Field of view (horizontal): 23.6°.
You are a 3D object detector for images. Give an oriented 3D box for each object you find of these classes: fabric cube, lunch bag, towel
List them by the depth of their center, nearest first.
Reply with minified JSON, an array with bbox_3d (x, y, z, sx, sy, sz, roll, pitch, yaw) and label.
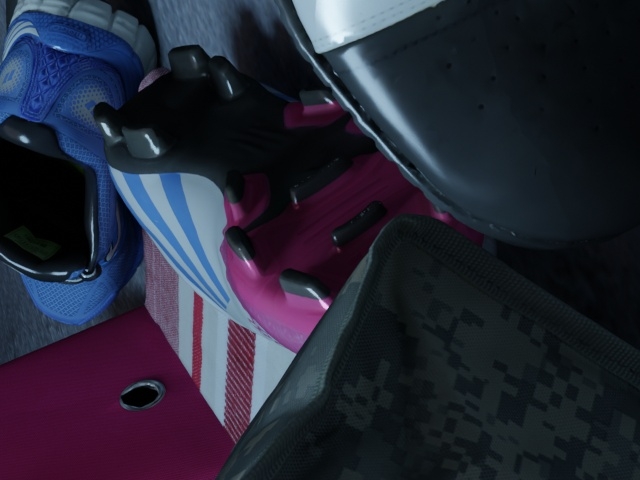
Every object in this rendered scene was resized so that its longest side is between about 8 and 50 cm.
[{"bbox_3d":[0.085,0.157,0.534,0.287,0.169,0.235,32,152,2],"label":"lunch bag"},{"bbox_3d":[-0.027,0.075,0.969,0.329,0.037,0.237,53,154,32],"label":"towel"},{"bbox_3d":[-0.181,0.247,1.226,0.254,0.258,0.259,43,149,52],"label":"fabric cube"}]

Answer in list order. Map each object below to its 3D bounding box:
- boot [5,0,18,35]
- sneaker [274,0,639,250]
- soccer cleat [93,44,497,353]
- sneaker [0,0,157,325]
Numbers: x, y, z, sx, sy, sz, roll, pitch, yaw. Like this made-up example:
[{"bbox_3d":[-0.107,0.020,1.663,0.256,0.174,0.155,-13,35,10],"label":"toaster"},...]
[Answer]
[{"bbox_3d":[-0.222,-0.162,1.189,0.198,0.076,0.137,-14,93,57],"label":"boot"},{"bbox_3d":[0.041,-0.150,0.402,0.146,0.122,0.331,9,120,70],"label":"sneaker"},{"bbox_3d":[0.000,0.000,0.732,0.143,0.116,0.331,58,169,-30],"label":"soccer cleat"},{"bbox_3d":[-0.194,-0.025,1.076,0.129,0.147,0.330,18,148,6],"label":"sneaker"}]
